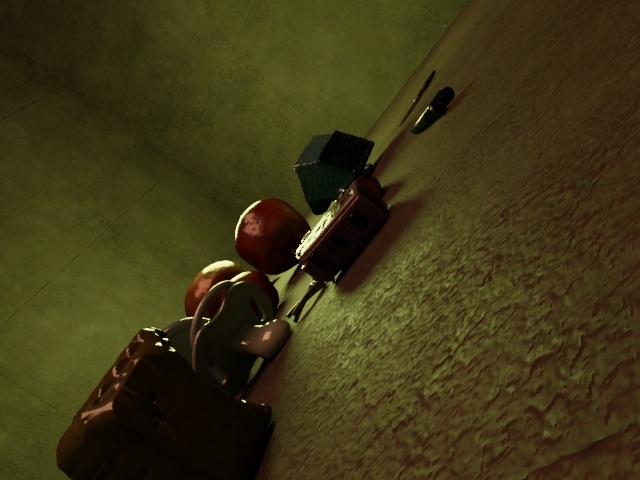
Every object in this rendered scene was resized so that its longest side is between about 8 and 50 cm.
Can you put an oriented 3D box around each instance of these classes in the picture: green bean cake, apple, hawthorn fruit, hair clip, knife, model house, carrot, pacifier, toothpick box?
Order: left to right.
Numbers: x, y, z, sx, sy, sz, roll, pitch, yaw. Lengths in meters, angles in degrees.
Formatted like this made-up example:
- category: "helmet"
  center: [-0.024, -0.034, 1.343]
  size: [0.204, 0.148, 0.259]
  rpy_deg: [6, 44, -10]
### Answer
- category: "green bean cake"
  center: [-0.196, 0.250, 0.760]
  size: [0.124, 0.236, 0.233]
  rpy_deg: [-49, 9, 25]
- category: "toothpick box"
  center: [-0.343, 0.331, 1.496]
  size: [0.263, 0.263, 0.354]
  rpy_deg: [-57, 4, -22]
- category: "apple"
  center: [-0.351, 0.215, 2.072]
  size: [0.301, 0.302, 0.301]
  rpy_deg: [-54, 5, 7]
- category: "pacifier"
  center: [-0.159, 0.210, 1.221]
  size: [0.207, 0.227, 0.279]
  rpy_deg: [1, 42, 32]
- category: "hawthorn fruit"
  center: [-0.204, 0.171, 1.720]
  size: [0.200, 0.179, 0.179]
  rpy_deg: [-42, 4, -8]
- category: "hawthorn fruit"
  center: [-0.163, -0.009, 1.985]
  size: [0.275, 0.275, 0.300]
  rpy_deg: [-55, 41, -3]
- category: "hair clip"
  center: [-0.029, 0.123, 1.184]
  size: [0.115, 0.030, 0.039]
  rpy_deg: [-55, 6, -2]
- category: "model house"
  center: [0.083, -0.240, 1.883]
  size: [0.241, 0.226, 0.261]
  rpy_deg: [-9, 33, 26]
- category: "carrot"
  center: [0.109, -0.122, 1.344]
  size: [0.072, 0.072, 0.205]
  rpy_deg: [-54, 1, 7]
- category: "knife"
  center: [0.337, -0.492, 1.934]
  size: [0.247, 0.018, 0.035]
  rpy_deg: [-58, 9, -11]
- category: "hair clip"
  center: [0.245, -0.287, 1.314]
  size: [0.070, 0.039, 0.229]
  rpy_deg: [-57, 4, -12]

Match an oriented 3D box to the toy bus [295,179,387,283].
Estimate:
- category: "toy bus"
  center: [0.040, -0.010, 1.086]
  size: [0.199, 0.096, 0.108]
  rpy_deg: [-50, 11, 18]
